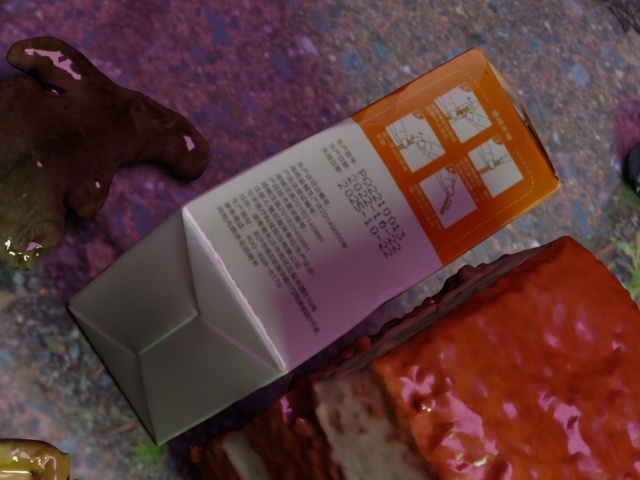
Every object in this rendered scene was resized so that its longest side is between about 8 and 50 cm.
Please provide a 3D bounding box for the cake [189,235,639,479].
[{"bbox_3d":[0.113,0.176,1.214,0.269,0.319,0.270,-31,87,-37],"label":"cake"}]

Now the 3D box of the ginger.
[{"bbox_3d":[-0.234,-0.068,1.265,0.333,0.080,0.166,-31,98,-35],"label":"ginger"}]

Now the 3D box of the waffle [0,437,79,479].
[{"bbox_3d":[-0.323,0.229,1.060,0.328,0.098,0.224,10,64,-31],"label":"waffle"}]

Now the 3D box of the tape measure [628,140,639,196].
[{"bbox_3d":[0.362,-0.069,1.658,0.094,0.054,0.091,41,51,-18],"label":"tape measure"}]

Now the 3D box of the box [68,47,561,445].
[{"bbox_3d":[0.000,0.000,1.289,0.341,0.225,0.143,-33,89,-37],"label":"box"}]
